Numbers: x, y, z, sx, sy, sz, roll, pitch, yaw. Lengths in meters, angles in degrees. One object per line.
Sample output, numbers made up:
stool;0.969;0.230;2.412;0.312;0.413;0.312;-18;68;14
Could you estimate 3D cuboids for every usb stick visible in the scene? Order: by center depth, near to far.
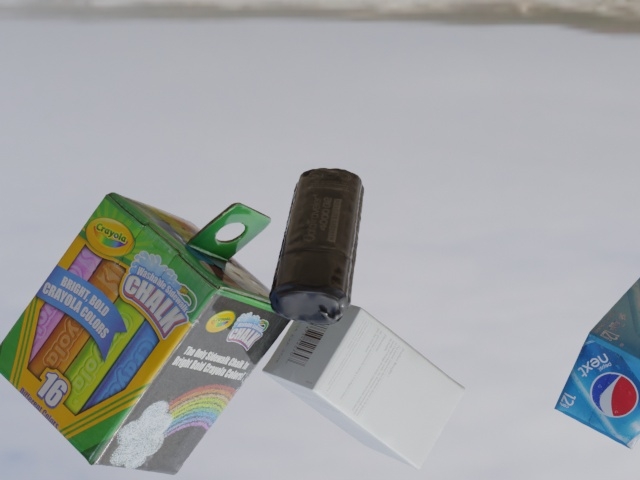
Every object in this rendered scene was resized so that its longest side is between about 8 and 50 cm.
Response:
usb stick;0.000;0.000;1.480;0.077;0.045;0.278;4;-152;3

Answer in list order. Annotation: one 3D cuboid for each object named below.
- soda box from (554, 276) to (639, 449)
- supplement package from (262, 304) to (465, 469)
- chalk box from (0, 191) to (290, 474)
soda box;0.256;0.086;1.165;0.067;0.071;0.210;27;-156;17
supplement package;0.048;0.151;1.583;0.179;0.105;0.105;40;164;-31
chalk box;-0.165;0.074;1.530;0.179;0.289;0.180;38;-175;26
